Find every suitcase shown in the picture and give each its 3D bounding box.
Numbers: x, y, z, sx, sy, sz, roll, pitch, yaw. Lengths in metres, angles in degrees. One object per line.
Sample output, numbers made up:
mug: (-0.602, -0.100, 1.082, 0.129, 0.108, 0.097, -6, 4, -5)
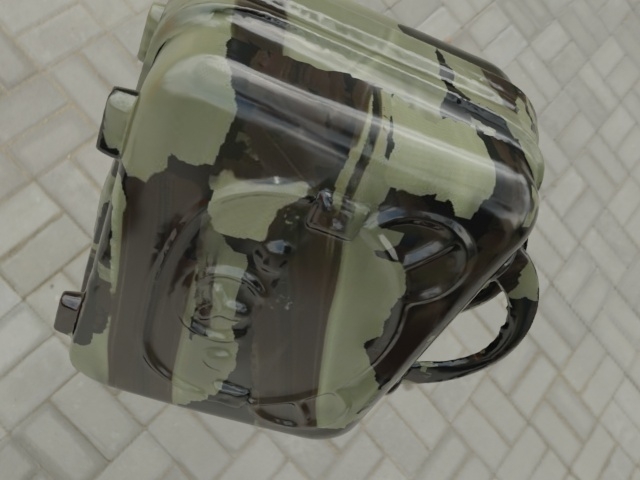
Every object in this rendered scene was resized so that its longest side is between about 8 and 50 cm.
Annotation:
suitcase: (0.000, 0.000, 0.522, 0.339, 0.351, 0.194, 18, 43, -13)
